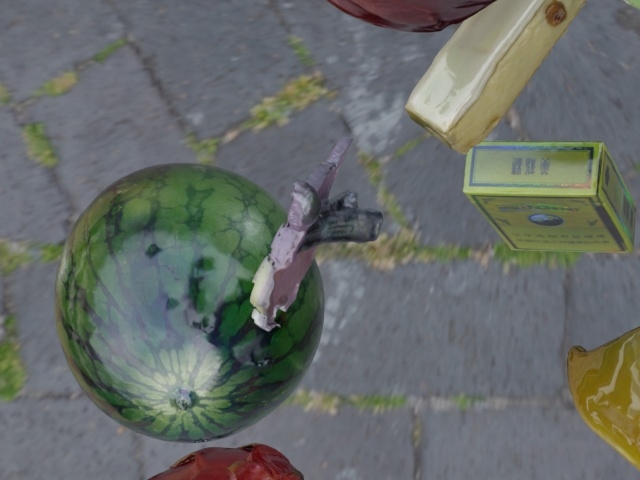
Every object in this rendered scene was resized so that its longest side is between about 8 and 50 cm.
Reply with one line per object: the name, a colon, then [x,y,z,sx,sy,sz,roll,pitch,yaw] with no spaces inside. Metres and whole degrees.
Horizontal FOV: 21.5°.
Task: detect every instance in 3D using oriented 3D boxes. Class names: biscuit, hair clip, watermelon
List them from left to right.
watermelon: [-0.157,0.078,2.049,0.363,0.363,0.363,1,98,7]
hair clip: [-0.007,-0.004,1.392,0.056,0.187,0.146,27,113,18]
biscuit: [0.126,-0.143,1.079,0.052,0.056,0.188,38,97,24]

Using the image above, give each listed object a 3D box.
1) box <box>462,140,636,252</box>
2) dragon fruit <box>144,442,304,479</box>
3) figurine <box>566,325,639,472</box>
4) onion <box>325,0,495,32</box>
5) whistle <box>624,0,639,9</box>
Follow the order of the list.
box: [0.244,-0.044,1.770,0.141,0.220,0.064,2,73,20]
dragon fruit: [-0.078,0.154,0.816,0.190,0.094,0.094,-20,95,27]
figurine: [0.321,0.038,0.638,0.401,0.387,0.268,-37,124,9]
onion: [0.057,-0.295,0.921,0.285,0.347,0.348,26,101,-13]
whistle: [0.346,-0.319,1.792,0.141,0.294,0.141,-2,108,-5]
